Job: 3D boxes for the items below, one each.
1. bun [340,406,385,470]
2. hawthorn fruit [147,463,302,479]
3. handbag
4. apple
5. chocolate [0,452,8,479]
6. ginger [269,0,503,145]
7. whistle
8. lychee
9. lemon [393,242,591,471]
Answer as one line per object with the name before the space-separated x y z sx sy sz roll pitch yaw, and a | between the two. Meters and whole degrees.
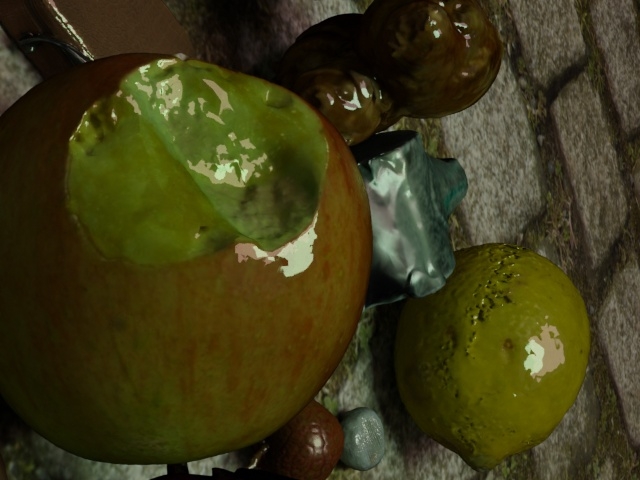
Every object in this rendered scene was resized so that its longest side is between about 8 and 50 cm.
bun | 0.046 0.241 1.394 0.083 0.045 0.083 27 58 -55
hawthorn fruit | -0.077 0.334 0.941 0.316 0.316 0.316 21 65 -54
handbag | -0.211 -0.198 1.083 0.193 0.072 0.151 57 39 -34
apple | -0.122 0.020 0.926 0.339 0.339 0.339 21 65 -54
chocolate | -0.312 0.202 0.811 0.261 0.083 0.161 -26 102 -56
ginger | 0.055 -0.190 1.258 0.274 0.357 0.152 -21 95 -31
whistle | 0.015 0.002 1.274 0.405 0.188 0.168 -37 113 -54
lychee | -0.032 0.222 1.223 0.140 0.101 0.114 -7 98 -64
lemon | 0.222 0.148 1.499 0.258 0.258 0.310 43 52 -44
